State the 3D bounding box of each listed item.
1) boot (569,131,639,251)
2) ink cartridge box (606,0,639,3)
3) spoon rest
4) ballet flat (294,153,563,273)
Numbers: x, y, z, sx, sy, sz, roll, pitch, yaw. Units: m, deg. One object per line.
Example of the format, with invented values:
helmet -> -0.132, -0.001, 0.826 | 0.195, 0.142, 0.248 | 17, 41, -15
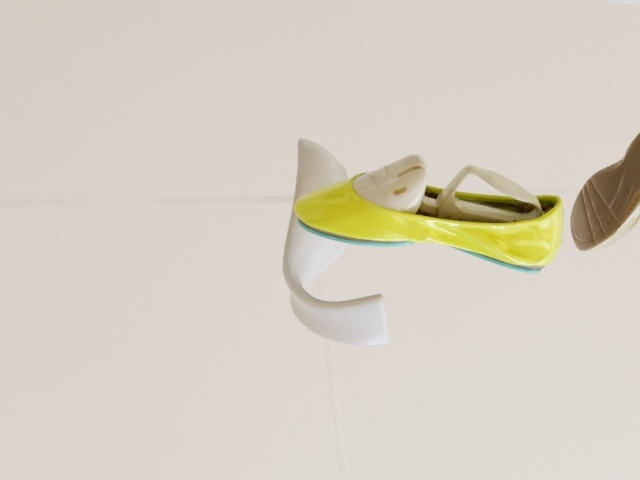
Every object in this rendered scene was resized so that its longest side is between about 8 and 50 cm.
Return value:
boot -> 0.468, -0.067, 1.205 | 0.203, 0.262, 0.095 | 2, -127, -23
ink cartridge box -> 0.368, -0.291, 0.833 | 0.203, 0.148, 0.086 | 5, -114, 13
spoon rest -> 0.000, 0.000, 0.897 | 0.084, 0.276, 0.137 | -11, -56, -2
ballet flat -> 0.096, -0.031, 0.775 | 0.231, 0.077, 0.077 | 11, -148, -6
